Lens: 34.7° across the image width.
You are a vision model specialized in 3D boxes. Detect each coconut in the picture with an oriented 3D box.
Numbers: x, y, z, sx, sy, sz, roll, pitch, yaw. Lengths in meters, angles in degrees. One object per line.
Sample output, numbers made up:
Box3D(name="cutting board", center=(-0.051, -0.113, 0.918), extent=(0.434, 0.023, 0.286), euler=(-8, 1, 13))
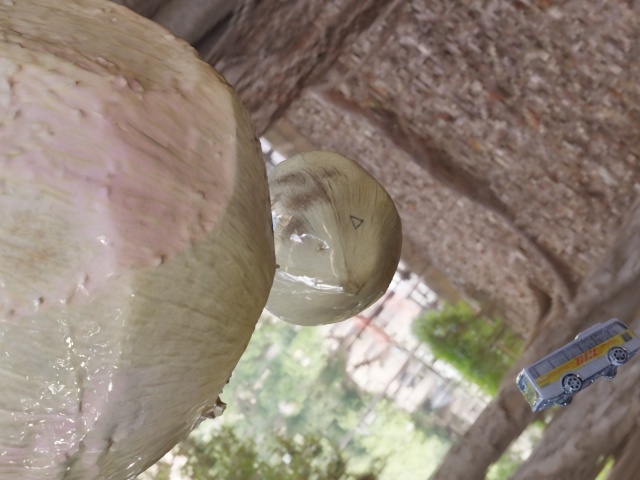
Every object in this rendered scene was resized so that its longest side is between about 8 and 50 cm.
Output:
Box3D(name="coconut", center=(-0.155, 0.009, 0.582), extent=(0.254, 0.297, 0.297), euler=(23, 178, 2))
Box3D(name="coconut", center=(0.000, 0.000, 1.256), extent=(0.224, 0.224, 0.224), euler=(37, 178, 1))

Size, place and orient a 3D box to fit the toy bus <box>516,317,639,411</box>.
Box3D(name="toy bus", center=(0.381, 0.184, 1.509), extent=(0.075, 0.190, 0.064), euler=(54, 160, 24))
